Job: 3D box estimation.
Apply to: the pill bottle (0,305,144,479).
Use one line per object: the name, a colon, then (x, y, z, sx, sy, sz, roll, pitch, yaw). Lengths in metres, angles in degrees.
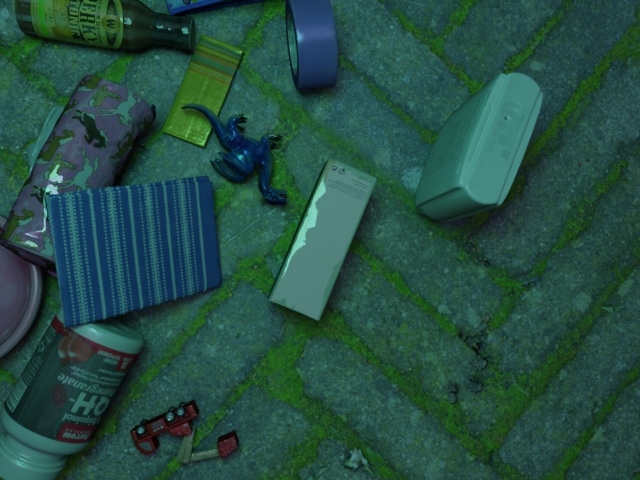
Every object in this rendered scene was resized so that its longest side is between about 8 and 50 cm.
pill bottle: (-0.494, 0.296, 1.071, 0.176, 0.176, 0.318, 28, 84, -4)

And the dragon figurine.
dragon figurine: (-0.175, -0.179, 1.165, 0.289, 0.085, 0.144, 28, 73, -17)

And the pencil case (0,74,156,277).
pencil case: (-0.463, -0.124, 1.070, 0.167, 0.160, 0.386, 31, 70, -30)

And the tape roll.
tape roll: (-0.021, -0.414, 1.159, 0.080, 0.189, 0.189, -9, 88, -8)

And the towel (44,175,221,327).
towel: (-0.342, 0.009, 1.071, 0.336, 0.040, 0.243, -13, 103, -43)

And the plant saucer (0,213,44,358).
plant saucer: (-0.717, 0.093, 1.103, 0.332, 0.084, 0.332, 0, 87, -6)

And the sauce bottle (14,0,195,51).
sauce bottle: (-0.439, -0.457, 1.152, 0.344, 0.111, 0.111, 5, 86, -6)

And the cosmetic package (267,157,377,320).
cosmetic package: (0.000, 0.000, 1.156, 0.113, 0.160, 0.309, 24, 83, -4)

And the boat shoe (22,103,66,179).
boat shoe: (-0.562, -0.176, 1.145, 0.081, 0.079, 0.227, 20, 80, 4)

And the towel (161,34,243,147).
towel: (-0.256, -0.328, 1.213, 0.102, 0.021, 0.237, 21, 85, -2)

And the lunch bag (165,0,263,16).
lunch bag: (-0.231, -0.614, 1.173, 0.293, 0.138, 0.221, -11, 101, 2)

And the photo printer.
photo printer: (0.300, -0.169, 1.123, 0.107, 0.307, 0.256, 24, 82, -6)

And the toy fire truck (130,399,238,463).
toy fire truck: (-0.282, 0.411, 1.154, 0.192, 0.047, 0.135, -24, 91, -7)
